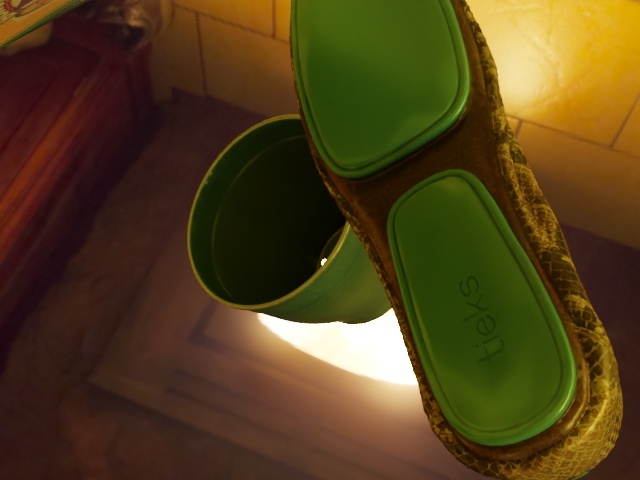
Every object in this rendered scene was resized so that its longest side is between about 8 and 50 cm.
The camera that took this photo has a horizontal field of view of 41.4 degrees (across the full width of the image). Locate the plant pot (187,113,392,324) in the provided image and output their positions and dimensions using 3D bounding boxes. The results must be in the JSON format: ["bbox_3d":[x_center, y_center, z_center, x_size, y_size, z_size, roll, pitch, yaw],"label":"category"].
[{"bbox_3d":[0.000,0.000,1.192,0.272,0.271,0.255,2,162,36],"label":"plant pot"}]

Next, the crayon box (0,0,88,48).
[{"bbox_3d":[-0.198,-0.174,0.486,0.081,0.165,0.278,60,168,-12],"label":"crayon box"}]

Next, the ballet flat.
[{"bbox_3d":[0.098,-0.040,0.665,0.164,0.482,0.182,-28,150,19],"label":"ballet flat"}]
